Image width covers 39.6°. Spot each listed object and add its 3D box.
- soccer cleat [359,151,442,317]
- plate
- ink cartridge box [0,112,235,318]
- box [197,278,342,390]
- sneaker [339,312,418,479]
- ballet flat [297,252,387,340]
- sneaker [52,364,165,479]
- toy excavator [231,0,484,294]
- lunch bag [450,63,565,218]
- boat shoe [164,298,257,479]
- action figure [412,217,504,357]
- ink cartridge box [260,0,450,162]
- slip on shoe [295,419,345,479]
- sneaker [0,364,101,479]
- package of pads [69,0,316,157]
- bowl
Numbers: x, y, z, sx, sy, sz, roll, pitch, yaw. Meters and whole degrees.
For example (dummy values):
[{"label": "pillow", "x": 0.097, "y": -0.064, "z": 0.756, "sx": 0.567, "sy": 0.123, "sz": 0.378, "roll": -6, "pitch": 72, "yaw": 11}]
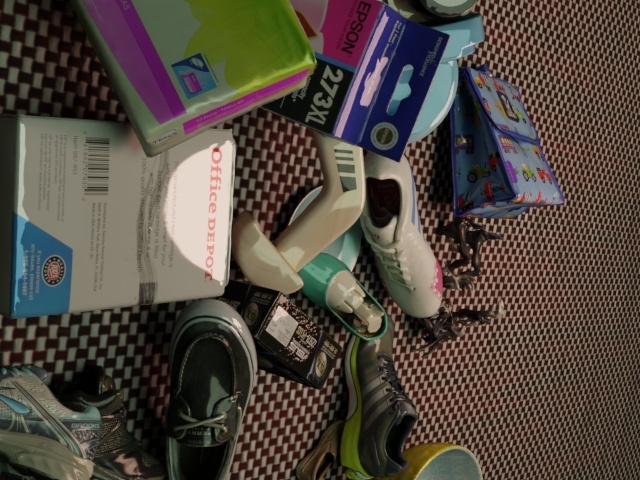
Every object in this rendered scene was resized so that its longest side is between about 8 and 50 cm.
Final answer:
[{"label": "soccer cleat", "x": 0.124, "y": 0.004, "z": 1.533, "sx": 0.143, "sy": 0.116, "sz": 0.331, "roll": -50, "pitch": 128, "yaw": -58}, {"label": "plate", "x": 0.000, "y": 0.000, "z": 1.476, "sx": 0.188, "sy": 0.024, "sz": 0.188, "roll": -13, "pitch": 108, "yaw": -46}, {"label": "ink cartridge box", "x": -0.265, "y": -0.037, "z": 1.098, "sx": 0.307, "sy": 0.129, "sz": 0.223, "roll": -3, "pitch": 99, "yaw": -47}, {"label": "box", "x": -0.080, "y": 0.138, "z": 1.328, "sx": 0.180, "sy": 0.147, "sz": 0.077, "roll": 46, "pitch": 64, "yaw": -43}, {"label": "sneaker", "x": 0.116, "y": 0.276, "z": 1.573, "sx": 0.111, "sy": 0.121, "sz": 0.300, "roll": 14, "pitch": 74, "yaw": -50}, {"label": "ballet flat", "x": 0.048, "y": 0.096, "z": 1.466, "sx": 0.083, "sy": 0.087, "sz": 0.247, "roll": -56, "pitch": 141, "yaw": -10}, {"label": "sneaker", "x": -0.275, "y": 0.251, "z": 1.183, "sx": 0.227, "sy": 0.087, "sz": 0.130, "roll": 37, "pitch": 78, "yaw": -40}, {"label": "toy excavator", "x": 0.047, "y": -0.177, "z": 1.302, "sx": 0.433, "sy": 0.222, "sz": 0.445, "roll": -16, "pitch": 105, "yaw": -11}, {"label": "lunch bag", "x": 0.338, "y": -0.198, "z": 1.726, "sx": 0.221, "sy": 0.138, "sz": 0.293, "roll": 0, "pitch": 76, "yaw": -52}, {"label": "boat shoe", "x": -0.152, "y": 0.240, "z": 1.220, "sx": 0.119, "sy": 0.121, "sz": 0.335, "roll": -86, "pitch": 180, "yaw": -59}, {"label": "action figure", "x": 0.265, "y": 0.098, "z": 1.705, "sx": 0.164, "sy": 0.141, "sz": 0.275, "roll": 32, "pitch": 71, "yaw": -48}, {"label": "ink cartridge box", "x": -0.040, "y": -0.246, "z": 1.125, "sx": 0.069, "sy": 0.371, "sz": 0.175, "roll": -22, "pitch": 135, "yaw": -81}, {"label": "slip on shoe", "x": 0.013, "y": 0.372, "z": 1.559, "sx": 0.135, "sy": 0.041, "sz": 0.051, "roll": -40, "pitch": 126, "yaw": -35}, {"label": "sneaker", "x": -0.384, "y": 0.193, "z": 1.031, "sx": 0.283, "sy": 0.110, "sz": 0.122, "roll": 35, "pitch": 50, "yaw": -25}, {"label": "package of pads", "x": -0.160, "y": -0.277, "z": 1.028, "sx": 0.229, "sy": 0.101, "sz": 0.296, "roll": -27, "pitch": 86, "yaw": -12}, {"label": "bowl", "x": 0.162, "y": 0.504, "z": 1.667, "sx": 0.289, "sy": 0.156, "sz": 0.289, "roll": -13, "pitch": 108, "yaw": -46}]
